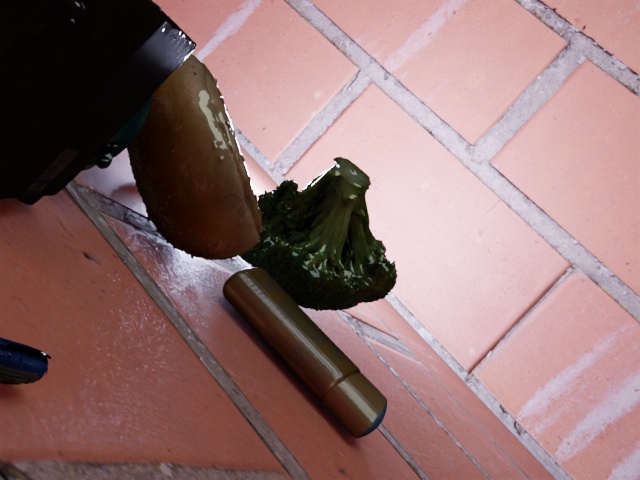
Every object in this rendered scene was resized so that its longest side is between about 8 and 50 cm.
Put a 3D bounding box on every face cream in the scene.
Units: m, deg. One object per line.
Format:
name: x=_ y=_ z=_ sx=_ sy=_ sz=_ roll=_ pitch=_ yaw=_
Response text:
face cream: x=-0.015 y=0.157 z=1.352 sx=0.285 sy=0.067 sz=0.139 roll=45 pitch=6 yaw=16

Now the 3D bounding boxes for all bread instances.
bread: x=-0.188 y=-0.111 z=1.377 sx=0.305 sy=0.159 sz=0.305 roll=160 pitch=-90 yaw=-88

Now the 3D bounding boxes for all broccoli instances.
broccoli: x=0.000 y=0.000 z=1.691 sx=0.308 sy=0.275 sz=0.308 roll=21 pitch=28 yaw=-12

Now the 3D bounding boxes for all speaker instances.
speaker: x=-0.297 y=-0.190 z=0.928 sx=0.232 sy=0.254 sz=0.184 roll=45 pitch=5 yaw=2

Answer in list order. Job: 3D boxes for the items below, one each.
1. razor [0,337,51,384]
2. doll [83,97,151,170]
razor: x=-0.276 y=0.028 z=0.546 sx=0.324 sy=0.093 sz=0.056 roll=44 pitch=44 yaw=-47
doll: x=-0.319 y=-0.217 z=1.155 sx=0.198 sy=0.186 sz=0.322 roll=-13 pitch=66 yaw=-49
